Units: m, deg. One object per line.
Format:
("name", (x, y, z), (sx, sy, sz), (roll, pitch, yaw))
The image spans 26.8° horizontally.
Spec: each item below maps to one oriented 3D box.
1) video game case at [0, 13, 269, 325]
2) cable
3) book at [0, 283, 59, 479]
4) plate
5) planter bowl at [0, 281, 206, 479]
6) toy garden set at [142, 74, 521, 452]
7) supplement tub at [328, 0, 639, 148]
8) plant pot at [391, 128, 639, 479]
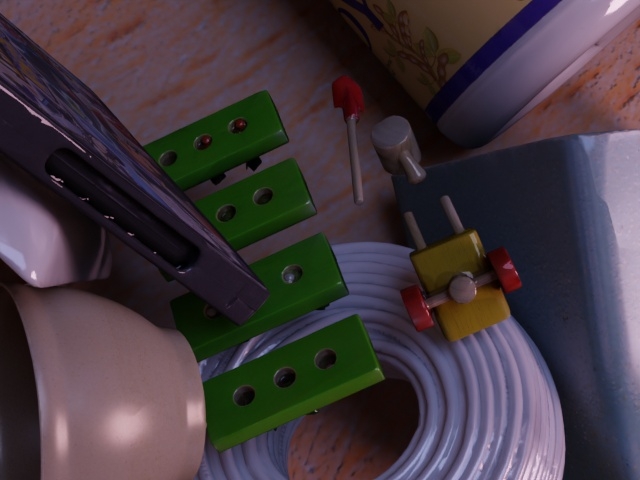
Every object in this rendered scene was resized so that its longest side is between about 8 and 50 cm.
("video game case", (-0.170, -0.085, 0.793), (0.035, 0.248, 0.275), (-47, 47, 1))
("cable", (0.024, 0.123, 0.852), (0.257, 0.089, 0.257), (9, 61, 25))
("book", (-0.187, 0.103, 0.874), (0.096, 0.035, 0.144), (-21, 79, -30))
("plate", (-0.234, -0.081, 0.802), (0.277, 0.278, 0.045), (42, 88, 0))
("planter bowl", (-0.133, 0.103, 0.788), (0.109, 0.162, 0.162), (-2, 69, -26))
("toy garden set", (0.000, 0.000, 0.860), (0.204, 0.049, 0.244), (-25, 52, 4))
("supplement tub", (0.095, -0.263, 1.029), (0.241, 0.241, 0.331), (-38, 85, -31))
("plant pot", (0.223, 0.055, 0.953), (0.248, 0.247, 0.252), (-6, 90, -25))
